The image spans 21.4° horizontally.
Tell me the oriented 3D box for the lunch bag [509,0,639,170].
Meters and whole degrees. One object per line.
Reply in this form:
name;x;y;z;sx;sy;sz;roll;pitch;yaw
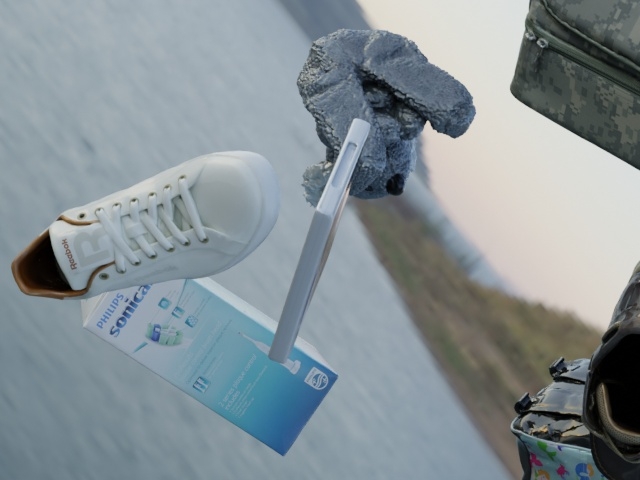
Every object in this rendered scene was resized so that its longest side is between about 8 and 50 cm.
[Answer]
lunch bag;0.369;-0.227;1.769;0.305;0.212;0.256;35;-49;28

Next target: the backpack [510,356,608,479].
backpack;0.404;0.267;2.208;0.253;0.225;0.191;0;-64;43

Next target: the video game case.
video game case;0.000;0.000;1.756;0.023;0.201;0.183;20;37;2

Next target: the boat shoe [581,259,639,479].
boat shoe;0.313;0.151;1.703;0.132;0.130;0.355;30;-35;25

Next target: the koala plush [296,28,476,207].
koala plush;0.062;-0.132;2.096;0.203;0.196;0.221;52;-18;26

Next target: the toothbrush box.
toothbrush box;-0.144;0.120;2.108;0.295;0.126;0.216;35;0;-12

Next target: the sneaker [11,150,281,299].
sneaker;-0.166;0.002;1.550;0.123;0.290;0.106;-19;87;-54
